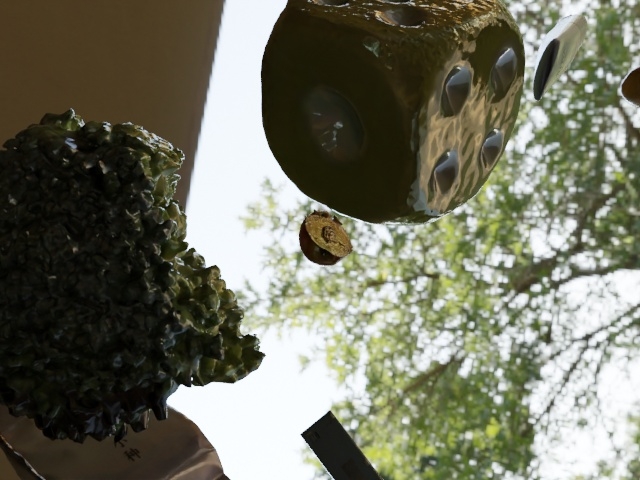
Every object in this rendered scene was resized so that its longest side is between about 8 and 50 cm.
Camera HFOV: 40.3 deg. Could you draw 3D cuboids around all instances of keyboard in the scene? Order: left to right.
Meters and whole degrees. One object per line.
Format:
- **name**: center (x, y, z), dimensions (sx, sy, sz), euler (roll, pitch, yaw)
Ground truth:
- **keyboard**: center (0.045, 0.317, 1.184), dimensions (0.055, 0.014, 0.176), euler (-37, -90, -16)

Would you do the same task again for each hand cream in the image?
- **hand cream**: center (0.318, -0.255, 1.163), dimensions (0.255, 0.048, 0.079), euler (-48, -32, -57)

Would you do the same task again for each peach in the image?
- **peach**: center (0.000, 0.001, 1.367), dimensions (0.098, 0.061, 0.098), euler (30, -146, -23)

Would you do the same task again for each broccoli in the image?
- **broccoli**: center (-0.236, 0.039, 0.931), dimensions (0.281, 0.294, 0.347), euler (17, -127, -68)

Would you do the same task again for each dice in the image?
- **dice**: center (0.086, -0.172, 1.013), dimensions (0.233, 0.227, 0.238), euler (-34, -42, -37)

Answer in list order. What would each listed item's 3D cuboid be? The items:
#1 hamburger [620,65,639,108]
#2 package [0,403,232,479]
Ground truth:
- **hamburger**: center (0.532, -0.207, 1.074), dimensions (0.261, 0.302, 0.186), euler (9, -123, -24)
- **package**: center (-0.243, 0.249, 1.010), dimensions (0.204, 0.251, 0.062), euler (-18, -38, -49)
